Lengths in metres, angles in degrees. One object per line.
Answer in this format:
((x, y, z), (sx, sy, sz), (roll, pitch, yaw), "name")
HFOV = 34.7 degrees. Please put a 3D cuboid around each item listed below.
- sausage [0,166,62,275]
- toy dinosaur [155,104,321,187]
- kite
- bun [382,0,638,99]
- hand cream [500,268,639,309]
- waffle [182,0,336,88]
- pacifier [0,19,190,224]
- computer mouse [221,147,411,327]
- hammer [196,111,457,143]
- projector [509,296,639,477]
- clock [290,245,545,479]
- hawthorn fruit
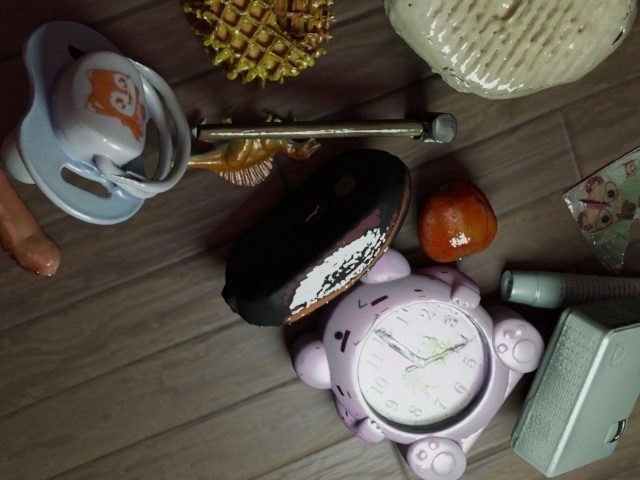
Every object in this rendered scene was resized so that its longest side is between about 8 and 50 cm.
((-0.469, -0.075, 1.436), (0.078, 0.078, 0.304), (-34, 101, -1), "sausage")
((-0.121, -0.126, 1.498), (0.212, 0.057, 0.142), (-35, 119, 10), "toy dinosaur")
((0.498, -0.045, 1.618), (0.250, 0.012, 0.229), (14, 99, -12), "kite")
((0.258, -0.368, 1.419), (0.360, 0.211, 0.359), (-3, 111, -9), "bun")
((0.447, 0.087, 1.607), (0.331, 0.058, 0.085), (6, 98, -10), "hand cream")
((-0.080, -0.320, 1.451), (0.197, 0.070, 0.193), (-32, 102, -2), "waffle")
((-0.338, -0.141, 1.398), (0.233, 0.299, 0.244), (-20, 148, 31), "pacifier")
((0.003, 0.003, 1.467), (0.323, 0.183, 0.116), (-40, 128, 3), "computer mouse")
((0.007, -0.160, 1.453), (0.365, 0.111, 0.043), (-2, 100, -14), "hammer")
((0.404, 0.215, 1.548), (0.192, 0.099, 0.256), (-4, 118, -43), "projector")
((0.141, 0.176, 1.551), (0.322, 0.113, 0.295), (34, 94, -12), "clock")
((0.199, -0.028, 1.522), (0.128, 0.128, 0.128), (-1, 100, -8), "hawthorn fruit")
